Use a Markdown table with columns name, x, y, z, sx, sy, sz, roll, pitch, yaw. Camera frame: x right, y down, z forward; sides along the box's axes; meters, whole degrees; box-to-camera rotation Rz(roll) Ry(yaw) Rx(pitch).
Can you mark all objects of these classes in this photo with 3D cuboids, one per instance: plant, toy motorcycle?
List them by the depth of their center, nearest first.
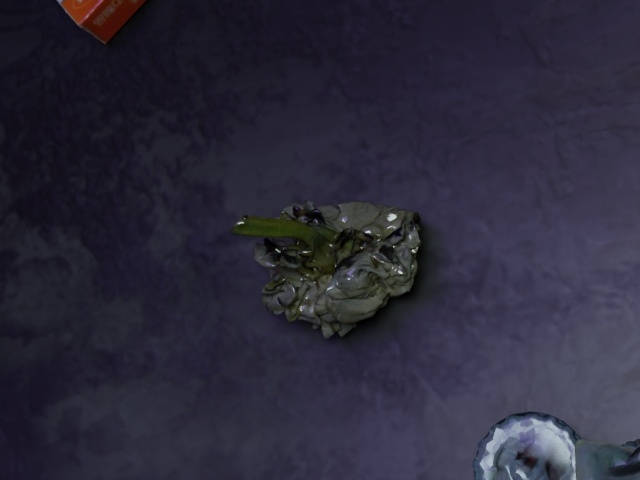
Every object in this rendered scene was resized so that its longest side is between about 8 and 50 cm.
| name | x | y | z | sx | sy | sz | roll | pitch | yaw |
| --- | --- | --- | --- | --- | --- | --- | --- | --- | --- |
| toy motorcycle | 0.198 | 0.178 | 1.118 | 0.229 | 0.094 | 0.129 | 8 | 81 | 16 |
| plant | 0.000 | 0.000 | 1.263 | 0.116 | 0.122 | 0.104 | -28 | 51 | 25 |

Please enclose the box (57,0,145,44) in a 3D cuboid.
| name | x | y | z | sx | sy | sz | roll | pitch | yaw |
| --- | --- | --- | --- | --- | --- | --- | --- | --- | --- |
| box | -0.154 | -0.333 | 1.496 | 0.273 | 0.048 | 0.265 | -46 | 59 | 8 |
